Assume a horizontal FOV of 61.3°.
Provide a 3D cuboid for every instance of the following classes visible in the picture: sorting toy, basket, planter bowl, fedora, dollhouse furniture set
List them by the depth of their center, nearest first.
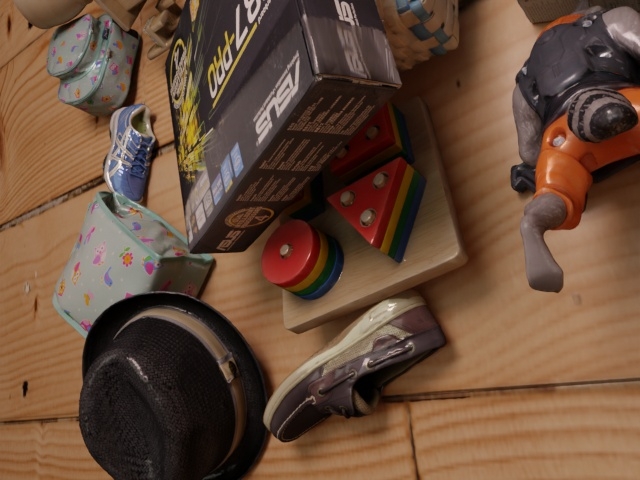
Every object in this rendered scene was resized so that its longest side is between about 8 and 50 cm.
[{"bbox_3d":[0.028,-0.046,0.695,0.257,0.089,0.255,-28,50,30],"label":"sorting toy"},{"bbox_3d":[0.032,-0.319,0.708,0.289,0.201,0.254,1,86,30],"label":"basket"},{"bbox_3d":[-0.238,0.246,0.775,0.334,0.152,0.333,2,99,11],"label":"fedora"},{"bbox_3d":[-0.370,-0.487,1.030,0.161,0.212,0.242,-17,47,31],"label":"dollhouse furniture set"},{"bbox_3d":[-0.507,-0.499,1.037,0.109,0.162,0.162,-6,78,8],"label":"planter bowl"}]

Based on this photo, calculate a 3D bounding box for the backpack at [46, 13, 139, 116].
[{"bbox_3d":[-0.473,-0.361,1.121,0.166,0.144,0.188,-3,83,31],"label":"backpack"}]

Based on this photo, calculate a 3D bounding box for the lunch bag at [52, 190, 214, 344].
[{"bbox_3d":[-0.350,0.057,0.958,0.262,0.160,0.223,32,103,29],"label":"lunch bag"}]

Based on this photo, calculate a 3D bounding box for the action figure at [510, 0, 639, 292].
[{"bbox_3d":[0.282,-0.144,0.465,0.341,0.178,0.330,-40,23,32],"label":"action figure"}]

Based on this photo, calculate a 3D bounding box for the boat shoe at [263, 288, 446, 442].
[{"bbox_3d":[0.039,0.181,0.692,0.285,0.103,0.092,-44,55,16],"label":"boat shoe"}]

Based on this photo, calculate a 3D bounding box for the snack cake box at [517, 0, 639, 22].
[{"bbox_3d":[0.246,-0.313,0.513,0.152,0.264,0.089,10,89,36],"label":"snack cake box"}]

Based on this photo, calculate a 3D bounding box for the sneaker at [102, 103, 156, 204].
[{"bbox_3d":[-0.369,-0.171,1.053,0.081,0.080,0.211,-15,76,37],"label":"sneaker"}]

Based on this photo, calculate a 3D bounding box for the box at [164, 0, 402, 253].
[{"bbox_3d":[-0.085,-0.198,0.642,0.395,0.097,0.318,-39,60,54],"label":"box"}]
